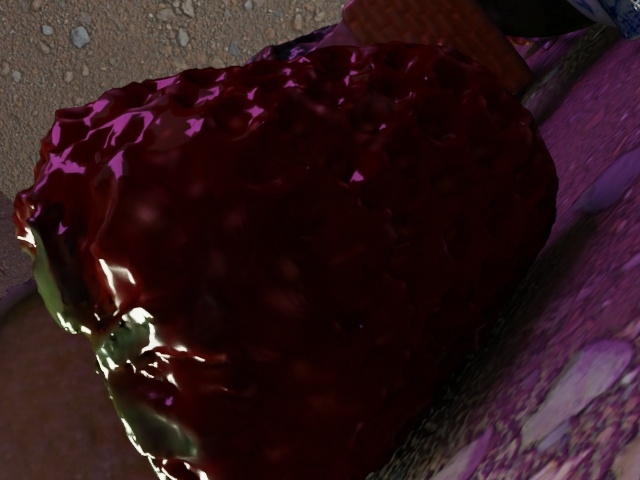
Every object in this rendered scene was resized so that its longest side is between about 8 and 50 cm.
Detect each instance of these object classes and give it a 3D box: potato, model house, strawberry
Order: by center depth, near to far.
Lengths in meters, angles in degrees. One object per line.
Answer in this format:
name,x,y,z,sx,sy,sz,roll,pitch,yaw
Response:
strawberry,0.000,0.000,0.867,0.345,0.317,0.295,-32,-26,-1
potato,-0.165,0.182,1.085,0.237,0.289,0.300,92,-169,-70
model house,0.062,-0.177,1.376,0.237,0.202,0.237,-37,-6,39

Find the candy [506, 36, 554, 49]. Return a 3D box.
candy,0.293,-0.311,1.773,0.124,0.124,0.365,-47,12,9

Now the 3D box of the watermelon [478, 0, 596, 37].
watermelon,0.232,-0.395,1.452,0.363,0.363,0.363,-47,5,5

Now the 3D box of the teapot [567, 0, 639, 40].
teapot,0.299,-0.278,1.170,0.232,0.159,0.159,-43,6,39
